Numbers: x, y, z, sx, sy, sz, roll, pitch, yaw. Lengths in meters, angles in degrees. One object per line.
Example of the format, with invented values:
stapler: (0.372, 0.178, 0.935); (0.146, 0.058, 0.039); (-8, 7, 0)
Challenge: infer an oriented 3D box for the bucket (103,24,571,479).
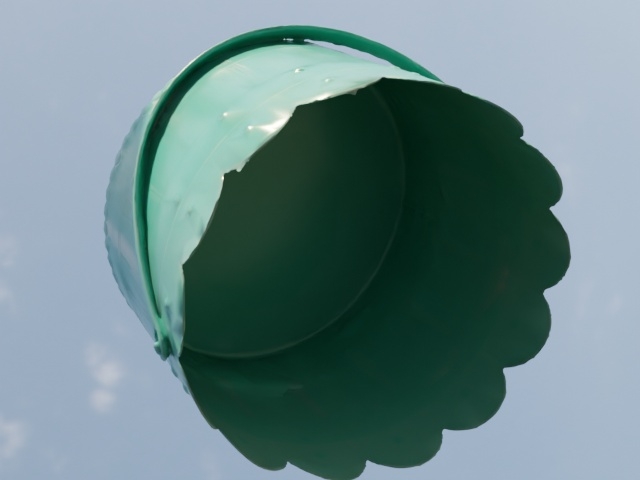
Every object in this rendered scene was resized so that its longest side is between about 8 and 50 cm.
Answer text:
bucket: (0.000, 0.000, 1.009); (0.281, 0.183, 0.281); (-11, -67, -26)
